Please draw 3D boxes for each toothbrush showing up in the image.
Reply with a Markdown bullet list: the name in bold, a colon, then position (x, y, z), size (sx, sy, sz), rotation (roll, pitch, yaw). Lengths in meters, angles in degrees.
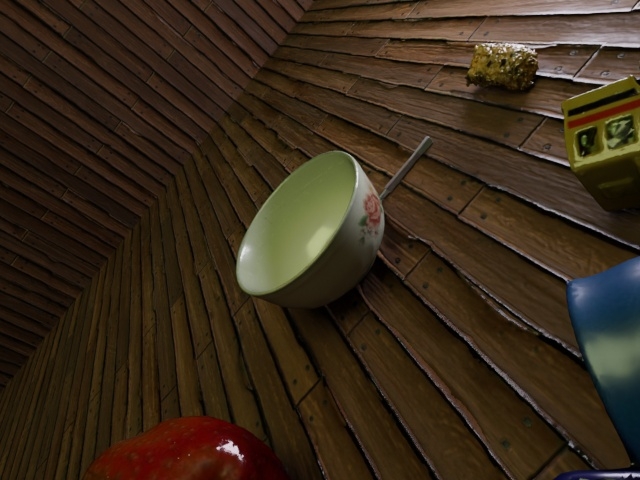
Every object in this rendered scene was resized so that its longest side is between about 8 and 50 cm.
- **toothbrush**: position (0.132, -0.106, 0.861), size (0.194, 0.014, 0.017), rotation (-49, 27, 6)

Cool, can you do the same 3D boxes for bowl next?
- **bowl**: position (0.000, 0.000, 0.802), size (0.277, 0.145, 0.277), rotation (-36, 34, 29)

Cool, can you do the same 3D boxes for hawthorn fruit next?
- **hawthorn fruit**: position (-0.146, 0.322, 0.546), size (0.300, 0.254, 0.254), rotation (-38, 31, 46)

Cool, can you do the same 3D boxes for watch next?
- **watch**: position (0.242, 0.099, 0.316), size (0.171, 0.196, 0.200), rotation (-21, 48, 28)

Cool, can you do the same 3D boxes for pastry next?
- **pastry**: position (0.293, -0.285, 0.785), size (0.080, 0.056, 0.140), rotation (-63, 31, 4)

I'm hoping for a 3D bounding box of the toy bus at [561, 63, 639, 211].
- **toy bus**: position (0.396, -0.123, 0.406), size (0.335, 0.121, 0.123), rotation (-14, 53, 46)
